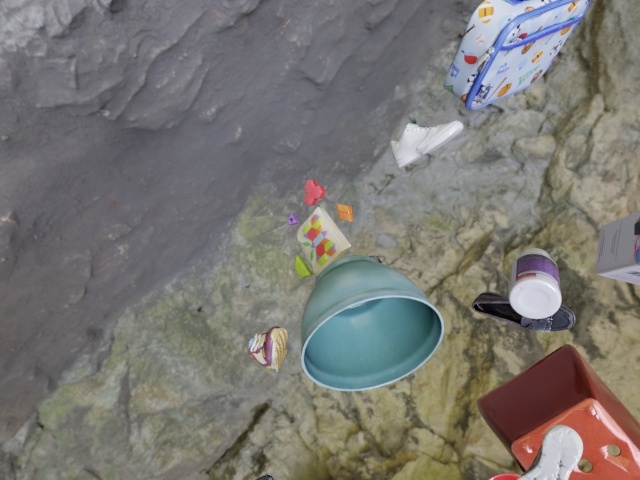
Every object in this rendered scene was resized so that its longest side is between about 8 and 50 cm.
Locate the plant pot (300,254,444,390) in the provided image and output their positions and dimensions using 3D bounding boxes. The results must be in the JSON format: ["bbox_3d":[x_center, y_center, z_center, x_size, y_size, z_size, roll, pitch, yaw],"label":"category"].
[{"bbox_3d":[0.089,0.156,0.886,0.293,0.293,0.196,-47,-146,23],"label":"plant pot"}]

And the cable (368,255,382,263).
[{"bbox_3d":[0.202,0.158,1.731,0.151,0.184,0.047,-14,161,4],"label":"cable"}]

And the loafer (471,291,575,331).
[{"bbox_3d":[0.644,0.239,1.324,0.303,0.108,0.095,8,-166,43],"label":"loafer"}]

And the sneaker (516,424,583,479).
[{"bbox_3d":[0.330,0.338,0.588,0.065,0.061,0.157,20,100,-53],"label":"sneaker"}]

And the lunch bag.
[{"bbox_3d":[0.420,-0.427,0.885,0.304,0.115,0.243,-29,158,-22],"label":"lunch bag"}]

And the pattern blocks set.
[{"bbox_3d":[0.000,0.000,1.227,0.026,0.325,0.285,2,125,-45],"label":"pattern blocks set"}]

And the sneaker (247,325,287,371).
[{"bbox_3d":[-0.121,0.230,0.883,0.185,0.084,0.069,99,13,-54],"label":"sneaker"}]

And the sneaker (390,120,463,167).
[{"bbox_3d":[0.263,-0.270,1.061,0.080,0.094,0.212,-24,179,-42],"label":"sneaker"}]

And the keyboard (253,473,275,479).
[{"bbox_3d":[-0.156,0.554,0.809,0.180,0.108,0.023,-28,156,2],"label":"keyboard"}]

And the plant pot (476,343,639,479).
[{"bbox_3d":[0.509,0.411,0.832,0.267,0.267,0.236,-40,163,14],"label":"plant pot"}]

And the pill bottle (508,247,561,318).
[{"bbox_3d":[0.523,0.095,0.999,0.108,0.108,0.193,-49,178,37],"label":"pill bottle"}]

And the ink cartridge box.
[{"bbox_3d":[0.671,0.015,0.718,0.278,0.202,0.117,68,37,-77],"label":"ink cartridge box"}]

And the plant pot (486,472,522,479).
[{"bbox_3d":[0.721,1.020,1.459,0.275,0.243,0.274,-24,-149,16],"label":"plant pot"}]
